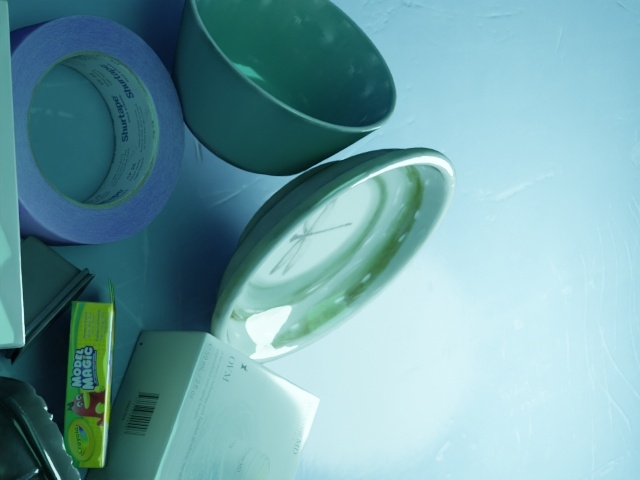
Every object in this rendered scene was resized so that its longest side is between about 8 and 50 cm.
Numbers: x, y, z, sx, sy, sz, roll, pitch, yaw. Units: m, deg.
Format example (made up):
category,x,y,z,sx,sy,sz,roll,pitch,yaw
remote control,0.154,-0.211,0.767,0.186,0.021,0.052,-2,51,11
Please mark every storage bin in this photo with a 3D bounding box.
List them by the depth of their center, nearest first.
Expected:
category,x,y,z,sx,sy,sz,roll,pitch,yaw
storage bin,-0.347,0.065,1.587,0.091,0.098,0.135,43,56,-2

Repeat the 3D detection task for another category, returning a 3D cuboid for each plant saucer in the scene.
category,x,y,z,sx,sy,sz,roll,pitch,yaw
plant saucer,0.000,0.000,1.806,0.400,0.400,0.100,-16,58,-44

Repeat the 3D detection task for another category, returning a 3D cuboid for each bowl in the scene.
category,x,y,z,sx,sy,sz,roll,pitch,yaw
bowl,-0.071,-0.204,1.763,0.312,0.163,0.311,25,37,-21

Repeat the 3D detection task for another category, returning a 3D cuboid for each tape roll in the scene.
category,x,y,z,sx,sy,sz,roll,pitch,yaw
tape roll,-0.298,-0.131,1.636,0.275,0.090,0.274,2,88,-45

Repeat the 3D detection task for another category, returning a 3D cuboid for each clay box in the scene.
category,x,y,z,sx,sy,sz,roll,pitch,yaw
clay box,-0.275,0.159,1.614,0.053,0.127,0.222,2,81,-6

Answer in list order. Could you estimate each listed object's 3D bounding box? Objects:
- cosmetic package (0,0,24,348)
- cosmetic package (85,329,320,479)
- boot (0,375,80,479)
category,x,y,z,sx,sy,sz,roll,pitch,yaw
cosmetic package,-0.462,-0.066,1.389,0.284,0.097,0.377,-1,88,-38
cosmetic package,-0.147,0.261,1.735,0.225,0.138,0.224,35,65,-40
boot,-0.411,0.396,1.346,0.445,0.146,0.367,-34,100,-42
